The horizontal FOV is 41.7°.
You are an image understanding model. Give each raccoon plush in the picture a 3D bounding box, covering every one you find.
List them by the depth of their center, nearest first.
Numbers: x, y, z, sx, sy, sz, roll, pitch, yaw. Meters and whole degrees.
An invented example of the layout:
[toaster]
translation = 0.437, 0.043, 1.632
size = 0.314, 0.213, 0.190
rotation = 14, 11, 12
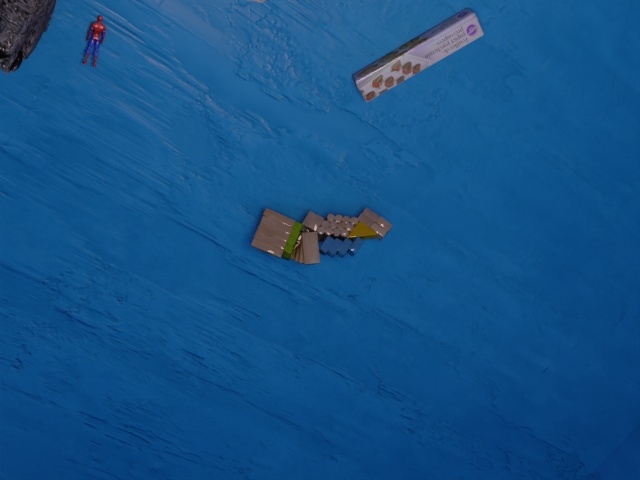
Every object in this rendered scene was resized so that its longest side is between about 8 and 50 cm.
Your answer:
[raccoon plush]
translation = -0.706, -0.570, 1.767
size = 0.299, 0.216, 0.446
rotation = 31, 87, -11

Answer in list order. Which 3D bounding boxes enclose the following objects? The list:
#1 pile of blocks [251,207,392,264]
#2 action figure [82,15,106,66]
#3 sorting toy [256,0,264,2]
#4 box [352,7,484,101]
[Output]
[pile of blocks]
translation = 0.000, 0.000, 2.174
size = 0.362, 0.112, 0.149
rotation = -1, 76, -6
[action figure]
translation = -0.513, -0.455, 1.909
size = 0.038, 0.030, 0.115
rotation = 13, 110, -21
[sorting toy]
translation = -0.146, -0.576, 1.903
size = 0.083, 0.045, 0.075
rotation = 6, 136, -12
[box]
translation = 0.230, -0.444, 2.014
size = 0.324, 0.067, 0.063
rotation = -29, 118, 7
